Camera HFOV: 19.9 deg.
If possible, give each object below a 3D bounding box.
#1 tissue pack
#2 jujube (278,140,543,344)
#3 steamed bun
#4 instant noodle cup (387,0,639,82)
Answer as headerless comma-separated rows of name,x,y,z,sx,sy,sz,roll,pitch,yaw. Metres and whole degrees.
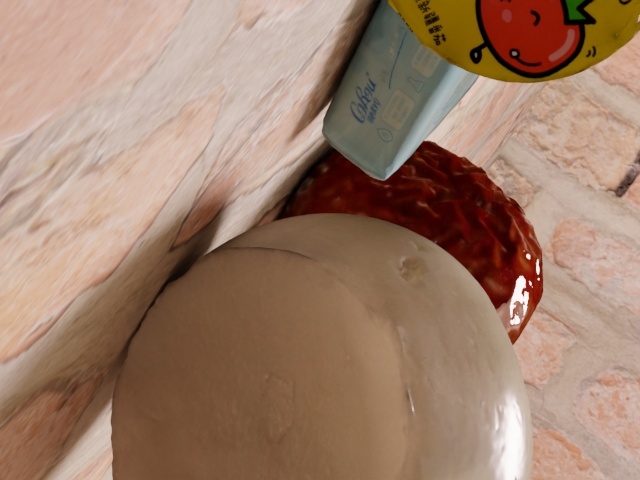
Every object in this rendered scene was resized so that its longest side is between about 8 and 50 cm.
tissue pack,0.104,-0.186,1.380,0.177,0.089,0.263,-48,173,-39
jujube,0.081,0.016,1.597,0.213,0.232,0.213,-52,171,-12
steamed bun,0.008,0.142,1.331,0.206,0.324,0.324,9,120,-52
instant noodle cup,0.122,-0.192,1.149,0.182,0.182,0.144,-55,-177,6
